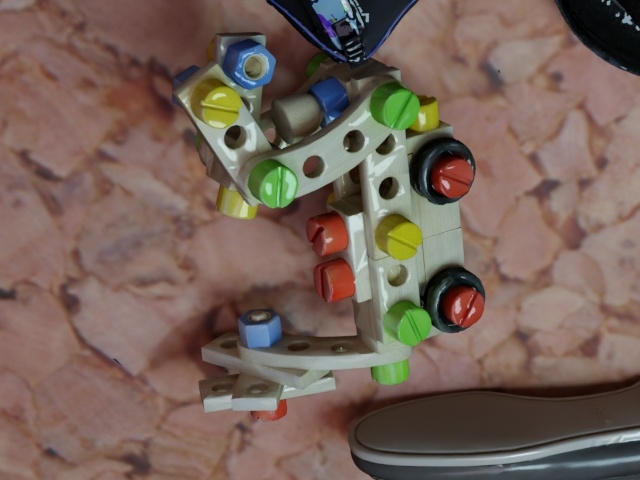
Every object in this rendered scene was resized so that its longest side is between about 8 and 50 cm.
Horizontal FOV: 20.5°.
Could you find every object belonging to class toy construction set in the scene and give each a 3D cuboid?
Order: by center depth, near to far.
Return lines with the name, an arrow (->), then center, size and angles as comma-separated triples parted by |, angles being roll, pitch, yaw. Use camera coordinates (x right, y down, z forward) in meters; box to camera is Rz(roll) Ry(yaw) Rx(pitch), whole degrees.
toy construction set -> 0.000, 0.000, 1.268 | 0.215, 0.151, 0.327 | -17, 130, -24

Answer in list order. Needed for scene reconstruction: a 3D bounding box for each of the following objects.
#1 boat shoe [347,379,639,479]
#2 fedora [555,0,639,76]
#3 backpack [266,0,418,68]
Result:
boat shoe -> 0.190, 0.175, 1.401 | 0.335, 0.112, 0.095 | -6, 114, -6
fedora -> 0.318, -0.195, 1.162 | 0.334, 0.152, 0.334 | -3, 131, -3
backpack -> 0.003, -0.225, 1.166 | 0.173, 0.117, 0.158 | 37, 109, -14
